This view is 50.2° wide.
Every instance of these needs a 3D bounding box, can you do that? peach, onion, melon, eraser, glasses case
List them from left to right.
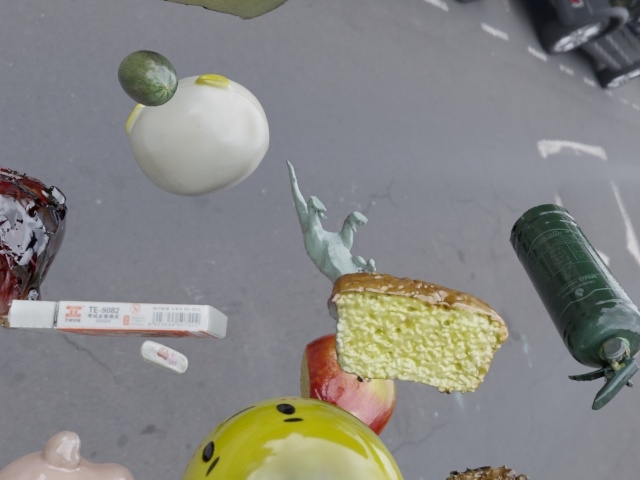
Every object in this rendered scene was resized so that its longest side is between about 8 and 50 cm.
[{"bbox_3d":[-0.535,-0.012,1.127,0.281,0.221,0.281,60,11,-20],"label":"onion"},{"bbox_3d":[-0.242,0.101,0.854,0.157,0.230,0.038,90,1,-79],"label":"eraser"},{"bbox_3d":[-0.365,-0.345,1.444,0.114,0.167,0.114,-17,121,-29],"label":"melon"},{"bbox_3d":[-0.246,0.184,1.071,0.083,0.021,0.032,31,46,-30],"label":"glasses case"},{"bbox_3d":[0.024,0.252,1.122,0.192,0.190,0.190,-31,99,-24],"label":"peach"}]

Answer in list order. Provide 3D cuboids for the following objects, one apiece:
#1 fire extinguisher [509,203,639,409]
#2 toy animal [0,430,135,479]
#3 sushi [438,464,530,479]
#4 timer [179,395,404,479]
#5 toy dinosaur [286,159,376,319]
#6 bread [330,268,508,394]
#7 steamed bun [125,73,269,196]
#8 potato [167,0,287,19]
[{"bbox_3d":[0.327,0.074,0.870,0.095,0.114,0.311,52,15,-31],"label":"fire extinguisher"},{"bbox_3d":[-0.319,0.385,0.819,0.229,0.210,0.221,47,22,-32],"label":"toy animal"},{"bbox_3d":[0.255,0.583,1.340,0.348,0.234,0.207,-33,120,-13],"label":"sushi"},{"bbox_3d":[-0.024,0.296,0.701,0.285,0.285,0.285,31,49,-43],"label":"timer"},{"bbox_3d":[0.000,0.000,0.992,0.053,0.167,0.242,-26,69,-37],"label":"toy dinosaur"},{"bbox_3d":[0.090,0.091,0.691,0.187,0.103,0.065,8,22,-13],"label":"bread"},{"bbox_3d":[-0.327,-0.282,1.852,0.334,0.374,0.334,-21,90,-79],"label":"steamed bun"},{"bbox_3d":[-0.128,-0.305,0.682,0.255,0.269,0.112,-4,91,-71],"label":"potato"}]
